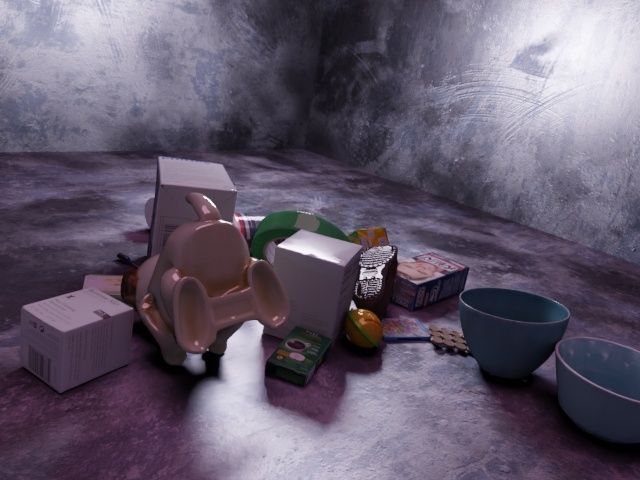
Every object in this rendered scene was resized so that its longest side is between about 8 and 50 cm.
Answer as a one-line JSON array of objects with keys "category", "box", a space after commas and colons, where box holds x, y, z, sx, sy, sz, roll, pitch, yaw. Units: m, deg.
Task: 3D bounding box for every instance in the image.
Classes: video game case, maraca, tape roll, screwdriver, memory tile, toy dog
[{"category": "video game case", "box": [0.245, 0.270, 1.770, 0.167, 0.015, 0.119, 3, 19, -20]}, {"category": "maraca", "box": [0.123, 0.245, 1.651, 0.127, 0.099, 0.185, 50, 5, -2]}, {"category": "tape roll", "box": [-0.059, 0.035, 1.863, 0.322, 0.321, 0.077, 12, 55, 6]}, {"category": "screwdriver", "box": [-0.605, 0.080, 1.897, 0.170, 0.024, 0.025, 26, -5, 24]}, {"category": "memory tile", "box": [0.396, 0.298, 1.745, 0.148, 0.012, 0.113, 16, 20, -3]}, {"category": "toy dog", "box": [-0.338, 0.113, 1.424, 0.285, 0.395, 0.408, -24, 3, -38]}]

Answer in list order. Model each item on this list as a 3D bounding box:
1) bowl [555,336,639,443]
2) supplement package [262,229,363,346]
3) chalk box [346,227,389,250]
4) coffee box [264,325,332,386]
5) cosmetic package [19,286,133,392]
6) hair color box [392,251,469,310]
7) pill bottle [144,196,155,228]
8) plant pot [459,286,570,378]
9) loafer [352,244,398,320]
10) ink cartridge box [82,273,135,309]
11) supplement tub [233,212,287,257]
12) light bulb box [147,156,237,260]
[{"category": "bowl", "box": [0.722, 0.385, 1.443, 0.312, 0.163, 0.311, 9, 18, -3]}, {"category": "supplement package", "box": [-0.019, 0.136, 1.639, 0.200, 0.262, 0.198, 16, 19, 15]}, {"category": "chalk box", "box": [0.143, 0.049, 2.114, 0.132, 0.132, 0.213, -6, -15, -29]}, {"category": "coffee box", "box": [-0.052, 0.293, 1.484, 0.113, 0.040, 0.184, 16, 26, 15]}, {"category": "cosmetic package", "box": [-0.546, 0.216, 1.306, 0.151, 0.151, 0.184, 21, 21, 27]}, {"category": "hair color box", "box": [0.367, 0.139, 2.082, 0.174, 0.105, 0.347, 24, 24, 38]}, {"category": "pill bottle", "box": [-0.529, -0.113, 2.278, 0.161, 0.161, 0.283, 24, 23, 36]}, {"category": "plant pot", "box": [0.522, 0.266, 1.617, 0.291, 0.195, 0.290, 4, 13, -1]}, {"category": "loafer", "box": [0.174, 0.135, 1.867, 0.134, 0.130, 0.366, -3, 28, 21]}, {"category": "ink cartridge box", "box": [-0.599, 0.128, 1.700, 0.171, 0.056, 0.235, 3, 22, -18]}, {"category": "supplement tub", "box": [-0.213, -0.001, 2.059, 0.273, 0.191, 0.191, 0, 21, -26]}, {"category": "light bulb box", "box": [-0.418, -0.048, 1.834, 0.226, 0.357, 0.361, 6, 18, -19]}]
